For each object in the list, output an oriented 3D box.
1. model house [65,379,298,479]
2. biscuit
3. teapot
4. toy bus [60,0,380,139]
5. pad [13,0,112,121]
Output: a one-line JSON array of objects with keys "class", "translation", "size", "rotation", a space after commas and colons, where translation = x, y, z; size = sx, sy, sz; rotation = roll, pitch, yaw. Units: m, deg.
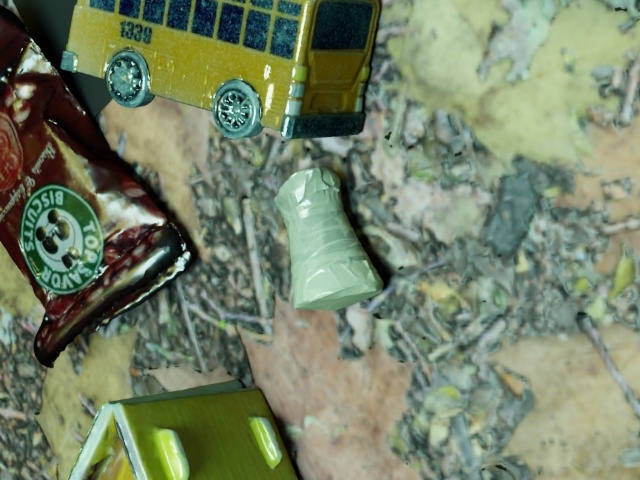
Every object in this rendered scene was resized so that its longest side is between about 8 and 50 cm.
[{"class": "model house", "translation": [-0.157, 0.251, 0.768], "size": [0.340, 0.300, 0.324], "rotation": [1, 88, 31]}, {"class": "biscuit", "translation": [-0.201, -0.035, 0.888], "size": [0.151, 0.063, 0.235], "rotation": [-44, 74, 34]}, {"class": "teapot", "translation": [0.000, 0.000, 0.754], "size": [0.067, 0.057, 0.083], "rotation": [145, 112, -65]}, {"class": "toy bus", "translation": [-0.064, -0.125, 0.751], "size": [0.182, 0.091, 0.103], "rotation": [19, 107, 30]}, {"class": "pad", "translation": [-0.179, -0.224, 0.879], "size": [0.163, 0.004, 0.243], "rotation": [-38, 74, 35]}]
